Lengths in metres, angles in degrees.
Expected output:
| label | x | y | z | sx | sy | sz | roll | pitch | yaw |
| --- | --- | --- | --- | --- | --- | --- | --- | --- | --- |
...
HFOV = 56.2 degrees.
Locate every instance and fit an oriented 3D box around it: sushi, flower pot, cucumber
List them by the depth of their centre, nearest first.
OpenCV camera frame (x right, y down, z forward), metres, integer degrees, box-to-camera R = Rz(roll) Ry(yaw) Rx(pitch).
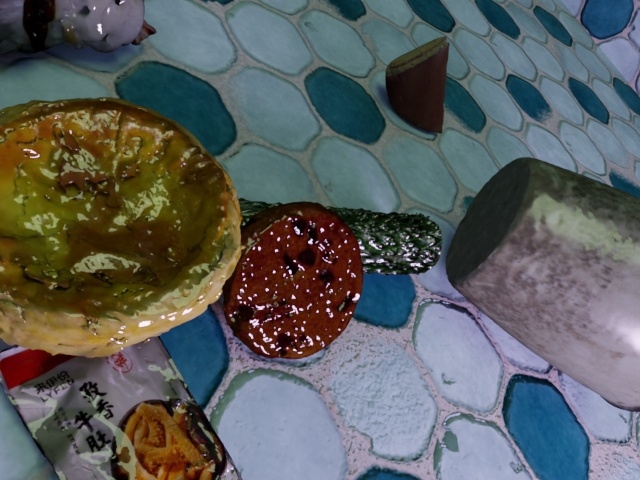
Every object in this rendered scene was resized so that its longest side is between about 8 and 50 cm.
| label | x | y | z | sx | sy | sz | roll | pitch | yaw |
| --- | --- | --- | --- | --- | --- | --- | --- | --- | --- |
| sushi | -0.346 | -0.286 | 0.708 | 0.130 | 0.124 | 0.332 | 45 | 43 | 17 |
| cucumber | 0.000 | 0.000 | 0.773 | 0.359 | 0.096 | 0.096 | 2 | 57 | -33 |
| flower pot | 0.376 | 0.051 | 0.885 | 0.330 | 0.293 | 0.293 | 27 | 45 | -7 |

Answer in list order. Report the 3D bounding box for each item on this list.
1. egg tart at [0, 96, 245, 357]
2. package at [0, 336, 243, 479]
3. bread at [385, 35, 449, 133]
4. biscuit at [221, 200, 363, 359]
| label | x | y | z | sx | sy | sz | roll | pitch | yaw |
| --- | --- | --- | --- | --- | --- | --- | --- | --- | --- |
| egg tart | -0.217 | -0.012 | 0.582 | 0.290 | 0.115 | 0.290 | 12 | 52 | -16 |
| package | -0.175 | 0.177 | 0.544 | 0.154 | 0.030 | 0.239 | -19 | 68 | -50 |
| bread | 0.174 | -0.282 | 1.102 | 0.119 | 0.192 | 0.067 | 9 | 48 | 17 |
| biscuit | -0.029 | 0.046 | 0.682 | 0.192 | 0.049 | 0.192 | -12 | 109 | -39 |
